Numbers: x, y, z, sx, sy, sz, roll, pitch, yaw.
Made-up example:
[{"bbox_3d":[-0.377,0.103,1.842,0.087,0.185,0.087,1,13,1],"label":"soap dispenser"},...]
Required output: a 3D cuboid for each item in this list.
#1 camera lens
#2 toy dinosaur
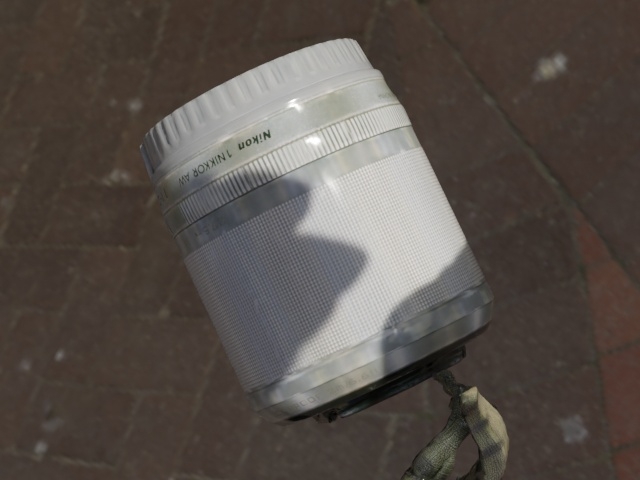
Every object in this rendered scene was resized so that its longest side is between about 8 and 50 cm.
[{"bbox_3d":[0.000,0.000,1.210,0.219,0.219,0.274,-26,87,26],"label":"camera lens"},{"bbox_3d":[0.058,0.138,0.727,0.064,0.268,0.118,23,39,8],"label":"toy dinosaur"}]
